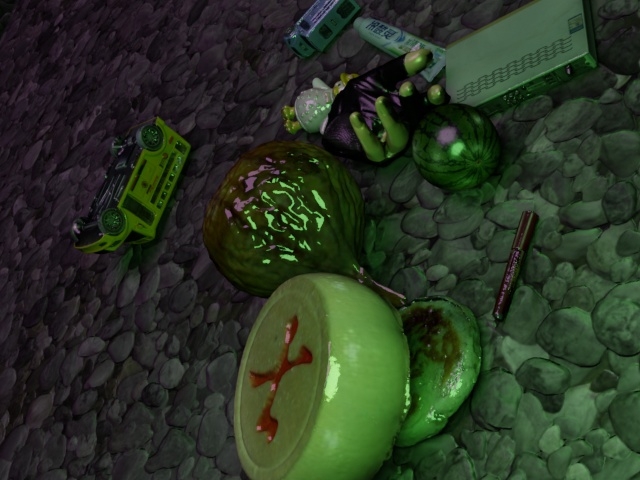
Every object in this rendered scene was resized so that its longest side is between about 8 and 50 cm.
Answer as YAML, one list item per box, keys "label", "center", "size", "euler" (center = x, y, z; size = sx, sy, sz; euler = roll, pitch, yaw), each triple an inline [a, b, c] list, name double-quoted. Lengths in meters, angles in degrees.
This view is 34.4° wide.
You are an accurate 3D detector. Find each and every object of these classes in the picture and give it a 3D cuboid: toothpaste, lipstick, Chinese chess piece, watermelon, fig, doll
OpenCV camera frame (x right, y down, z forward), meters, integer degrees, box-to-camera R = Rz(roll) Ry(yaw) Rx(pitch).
- label: "toothpaste"
  center: [0.152, -0.377, 1.995]
  size: [0.075, 0.048, 0.297]
  euler: [-49, 41, 0]
- label: "lipstick"
  center: [0.287, 0.038, 1.533]
  size: [0.027, 0.027, 0.176]
  euler: [1, 63, 47]
- label: "Chinese chess piece"
  center: [-0.005, 0.216, 1.525]
  size: [0.338, 0.140, 0.338]
  euler: [-43, 38, 48]
- label: "watermelon"
  center: [0.208, -0.155, 1.678]
  size: [0.141, 0.140, 0.187]
  euler: [-53, 33, -1]
- label: "fig"
  center: [0.000, 0.000, 1.696]
  size: [0.368, 0.286, 0.286]
  euler: [30, 84, 34]
- label: "doll"
  center: [0.016, -0.268, 2.020]
  size: [0.207, 0.081, 0.129]
  euler: [-23, 65, 31]

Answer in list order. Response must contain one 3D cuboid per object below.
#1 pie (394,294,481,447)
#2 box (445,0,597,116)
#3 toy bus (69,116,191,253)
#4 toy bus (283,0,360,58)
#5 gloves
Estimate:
- label: "pie"
  center: [0.141, 0.189, 1.543]
  size: [0.240, 0.054, 0.240]
  euler: [-28, 43, 29]
- label: "box"
  center: [0.332, -0.309, 1.745]
  size: [0.270, 0.045, 0.211]
  euler: [-25, 45, 32]
- label: "toy bus"
  center: [-0.416, -0.103, 2.288]
  size: [0.144, 0.152, 0.330]
  euler: [-12, 51, 48]
- label: "toy bus"
  center: [0.002, -0.459, 2.192]
  size: [0.167, 0.073, 0.076]
  euler: [-48, 39, 5]
- label: "gloves"
  center: [0.122, -0.233, 1.811]
  size: [0.301, 0.152, 0.197]
  euler: [164, 123, -71]
